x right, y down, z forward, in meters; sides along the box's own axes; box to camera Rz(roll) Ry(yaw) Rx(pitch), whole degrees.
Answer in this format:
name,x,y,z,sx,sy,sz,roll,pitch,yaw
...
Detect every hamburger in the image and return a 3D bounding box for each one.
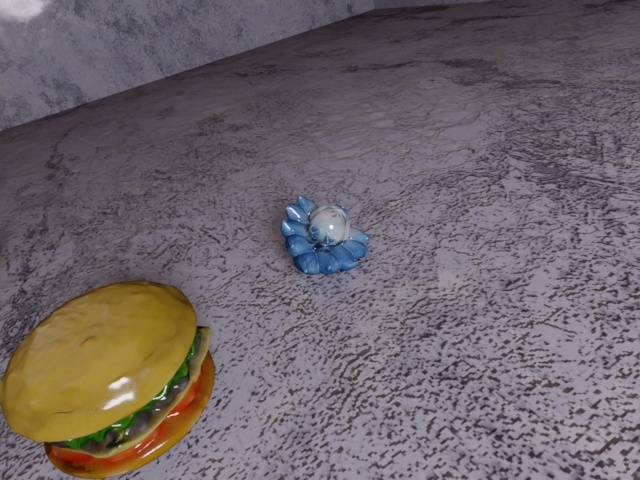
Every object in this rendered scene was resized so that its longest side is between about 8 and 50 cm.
name,x,y,z,sx,sy,sz,roll,pitch,yaw
hamburger,-0.169,0.108,0.358,0.162,0.115,0.162,-8,34,6

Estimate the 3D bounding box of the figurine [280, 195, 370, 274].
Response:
name,x,y,z,sx,sy,sz,roll,pitch,yaw
figurine,0.000,0.000,0.487,0.114,0.079,0.114,24,39,-21
